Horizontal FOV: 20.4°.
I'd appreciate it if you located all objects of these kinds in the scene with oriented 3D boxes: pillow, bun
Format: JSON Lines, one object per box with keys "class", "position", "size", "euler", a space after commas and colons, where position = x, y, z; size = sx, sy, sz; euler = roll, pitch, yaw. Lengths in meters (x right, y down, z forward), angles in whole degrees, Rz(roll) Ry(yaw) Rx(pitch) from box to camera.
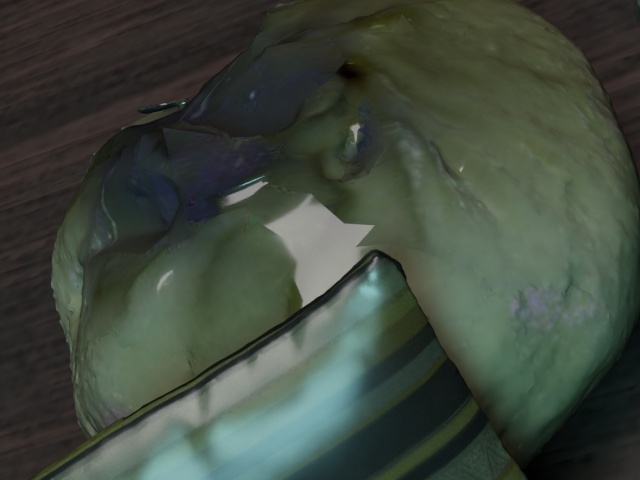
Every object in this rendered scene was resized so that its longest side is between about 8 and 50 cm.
{"class": "pillow", "position": [-0.011, 0.140, 0.624], "size": [0.208, 0.212, 0.052], "euler": [-31, 16, 7]}
{"class": "bun", "position": [0.004, 0.000, 0.734], "size": [0.273, 0.168, 0.273], "euler": [-18, 42, 17]}

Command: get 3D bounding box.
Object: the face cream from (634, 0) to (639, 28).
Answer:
{"class": "face cream", "position": [0.230, -0.022, 0.583], "size": [0.179, 0.218, 0.218], "euler": [-26, 48, 9]}
